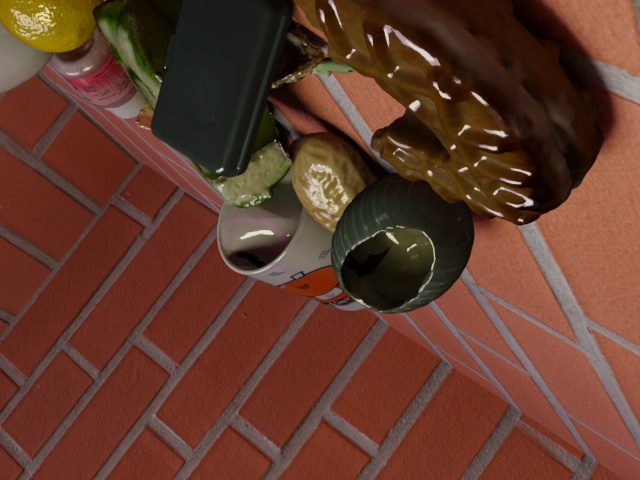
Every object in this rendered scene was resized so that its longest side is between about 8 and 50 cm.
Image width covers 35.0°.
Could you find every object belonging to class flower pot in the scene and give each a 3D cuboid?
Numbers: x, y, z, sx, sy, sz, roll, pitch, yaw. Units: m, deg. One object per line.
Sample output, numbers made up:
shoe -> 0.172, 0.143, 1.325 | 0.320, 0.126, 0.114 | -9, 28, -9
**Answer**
flower pot -> 0.117, 0.003, 1.464 | 0.189, 0.157, 0.243 | 40, 142, -4

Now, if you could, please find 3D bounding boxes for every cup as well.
cup -> 0.000, 0.000, 1.832 | 0.317, 0.212, 0.212 | 24, -176, -44

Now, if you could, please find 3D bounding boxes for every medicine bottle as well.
medicine bottle -> -0.464, -0.361, 2.177 | 0.147, 0.147, 0.247 | 33, 171, 26

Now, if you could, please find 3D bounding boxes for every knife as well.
knife -> 0.006, -0.224, 1.313 | 0.030, 0.014, 0.207 | 41, 173, -25

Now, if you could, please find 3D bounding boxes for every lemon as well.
lemon -> -0.462, -0.410, 1.705 | 0.203, 0.178, 0.178 | 24, 178, -21

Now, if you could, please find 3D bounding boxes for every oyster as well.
oyster -> -0.066, -0.230, 1.289 | 0.177, 0.105, 0.056 | -6, 143, 36

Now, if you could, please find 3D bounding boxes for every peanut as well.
peanut -> 0.069, -0.053, 1.629 | 0.313, 0.149, 0.149 | 43, 172, -12

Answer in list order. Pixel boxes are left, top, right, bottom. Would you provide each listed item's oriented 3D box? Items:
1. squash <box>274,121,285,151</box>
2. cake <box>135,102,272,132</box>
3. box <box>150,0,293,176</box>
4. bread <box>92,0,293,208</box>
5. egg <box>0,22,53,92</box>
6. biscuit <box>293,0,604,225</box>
squash -> -0.099, -0.176, 1.922 | 0.066, 0.066, 0.229 | 36, 171, 6
cake -> -0.189, -0.212, 1.727 | 0.225, 0.109, 0.090 | 17, 176, -21
box -> -0.125, -0.208, 1.250 | 0.160, 0.230, 0.050 | 32, -157, 34
bread -> -0.187, -0.213, 1.524 | 0.382, 0.129, 0.366 | 54, 172, -13
egg -> -0.683, -0.446, 2.009 | 0.340, 0.354, 0.354 | 15, 169, 8
biscuit -> 0.126, -0.129, 0.939 | 0.268, 0.115, 0.366 | 33, 173, 32
